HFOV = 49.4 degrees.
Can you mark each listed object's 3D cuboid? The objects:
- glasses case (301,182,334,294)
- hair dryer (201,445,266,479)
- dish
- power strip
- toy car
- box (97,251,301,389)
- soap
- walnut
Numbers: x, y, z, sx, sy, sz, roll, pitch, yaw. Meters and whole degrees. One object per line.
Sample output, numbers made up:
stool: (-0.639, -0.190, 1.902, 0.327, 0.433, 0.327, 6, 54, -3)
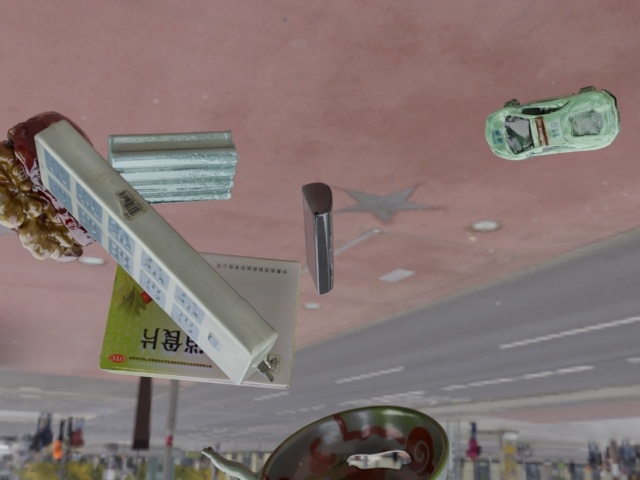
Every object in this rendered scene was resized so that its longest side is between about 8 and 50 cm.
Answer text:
glasses case: (0.000, -0.001, 1.066, 0.042, 0.072, 0.191, -9, 140, -6)
hair dryer: (-0.189, 0.616, 1.670, 0.224, 0.219, 0.088, 6, 154, -1)
dish: (0.067, 0.415, 1.168, 0.324, 0.124, 0.324, -14, -165, 4)
power strip: (-0.178, 0.018, 0.750, 0.367, 0.043, 0.106, 43, 150, 10)
toy car: (0.319, -0.156, 0.973, 0.186, 0.093, 0.058, -5, -159, 34)
box: (-0.163, 0.108, 0.978, 0.260, 0.175, 0.062, 6, 163, -2)
soap: (-0.236, -0.116, 1.110, 0.198, 0.063, 0.115, -5, 142, -23)
walnut: (-0.497, -0.084, 1.266, 0.221, 0.269, 0.244, -24, -161, 14)
